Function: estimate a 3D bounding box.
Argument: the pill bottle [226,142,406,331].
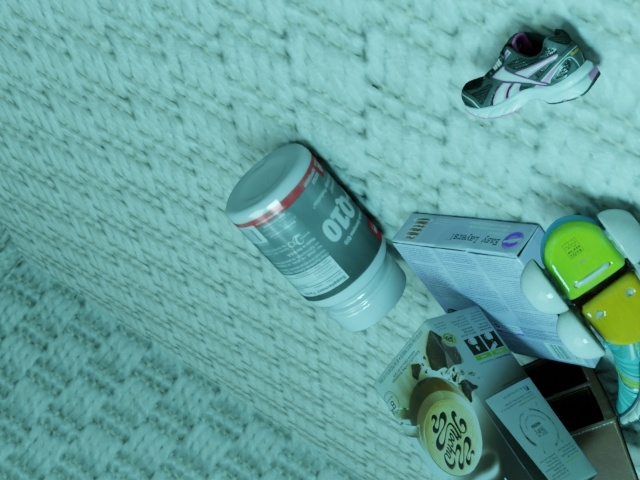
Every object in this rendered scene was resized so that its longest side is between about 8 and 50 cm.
[{"bbox_3d":[0.000,0.000,1.788,0.283,0.161,0.161,47,156,-24],"label":"pill bottle"}]

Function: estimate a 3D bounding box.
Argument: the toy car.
[{"bbox_3d":[0.338,0.042,1.416,0.182,0.159,0.136,48,-167,-19],"label":"toy car"}]

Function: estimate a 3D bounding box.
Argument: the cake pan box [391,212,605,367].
[{"bbox_3d":[0.263,0.071,1.657,0.267,0.070,0.246,6,145,52],"label":"cake pan box"}]

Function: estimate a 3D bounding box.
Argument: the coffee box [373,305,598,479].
[{"bbox_3d":[0.228,0.265,1.626,0.297,0.119,0.168,56,136,24],"label":"coffee box"}]

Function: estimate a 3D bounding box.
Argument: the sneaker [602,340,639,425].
[{"bbox_3d":[0.442,0.159,1.558,0.110,0.107,0.275,48,161,30],"label":"sneaker"}]

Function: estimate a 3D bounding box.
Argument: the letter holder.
[{"bbox_3d":[0.360,0.333,1.775,0.152,0.214,0.302,-106,-10,-45],"label":"letter holder"}]

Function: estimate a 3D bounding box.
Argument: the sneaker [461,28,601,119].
[{"bbox_3d":[0.217,-0.187,1.232,0.178,0.072,0.077,-10,118,51],"label":"sneaker"}]
